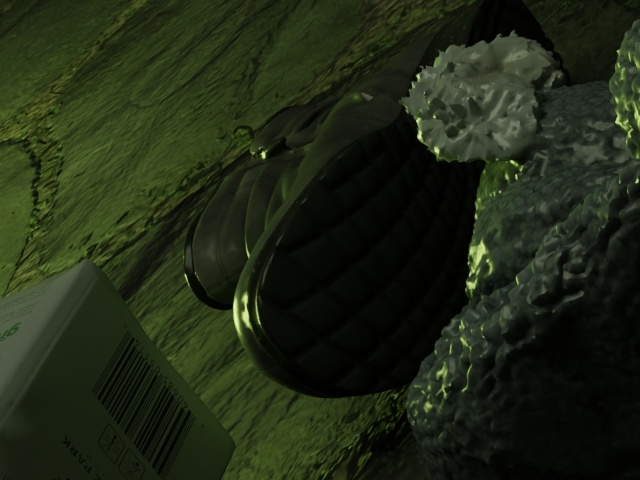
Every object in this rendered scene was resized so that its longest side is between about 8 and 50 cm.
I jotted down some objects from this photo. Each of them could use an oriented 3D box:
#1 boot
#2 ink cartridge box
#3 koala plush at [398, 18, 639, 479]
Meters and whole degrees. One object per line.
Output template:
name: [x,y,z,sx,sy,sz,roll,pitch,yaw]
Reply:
boot: [0.000,0.000,0.925,0.222,0.118,0.338,-25,15,39]
ink cartridge box: [-0.232,0.178,0.752,0.309,0.130,0.272,-21,26,31]
koala plush: [0.114,0.008,0.607,0.203,0.196,0.221,-45,24,15]
